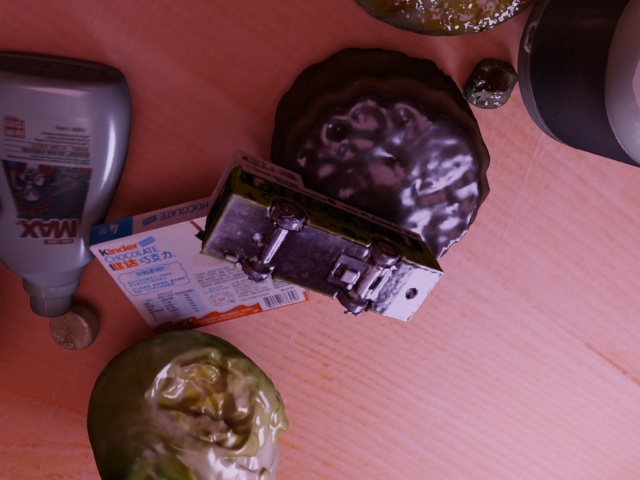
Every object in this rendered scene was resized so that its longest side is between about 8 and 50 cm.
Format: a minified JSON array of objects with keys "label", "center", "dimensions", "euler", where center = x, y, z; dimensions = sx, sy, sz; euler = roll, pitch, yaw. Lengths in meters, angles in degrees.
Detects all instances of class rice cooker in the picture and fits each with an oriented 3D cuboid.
[{"label":"rice cooker","center":[0.428,-0.233,0.968],"dimensions":[0.288,0.277,0.289],"euler":[-5,108,-16]}]

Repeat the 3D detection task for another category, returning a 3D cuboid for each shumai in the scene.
[{"label":"shumai","center":[0.254,-0.222,1.071],"dimensions":[0.083,0.080,0.082],"euler":[-14,119,2]}]

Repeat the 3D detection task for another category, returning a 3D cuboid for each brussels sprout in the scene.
[{"label":"brussels sprout","center":[-0.221,0.312,1.203],"dimensions":[0.343,0.268,0.344],"euler":[9,116,19]}]

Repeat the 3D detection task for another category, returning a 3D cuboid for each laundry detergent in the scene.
[{"label":"laundry detergent","center":[-0.421,-0.068,1.095],"dimensions":[0.263,0.125,0.398],"euler":[6,119,-8]}]

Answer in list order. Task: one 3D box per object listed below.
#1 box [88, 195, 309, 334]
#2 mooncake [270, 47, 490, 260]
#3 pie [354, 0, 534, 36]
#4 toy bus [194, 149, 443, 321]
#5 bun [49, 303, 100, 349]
[{"label":"box","center":[-0.177,0.040,1.148],"dimensions":[0.273,0.048,0.265],"euler":[-13,142,4]},{"label":"mooncake","center":[0.082,-0.107,1.064],"dimensions":[0.323,0.187,0.324],"euler":[-1,120,-2]},{"label":"pie","center":[0.168,-0.400,0.946],"dimensions":[0.322,0.071,0.323],"euler":[4,137,3]},{"label":"toy bus","center":[0.000,0.000,0.944],"dimensions":[0.301,0.139,0.113],"euler":[21,118,-22]},{"label":"bun","center":[-0.409,0.141,1.238],"dimensions":[0.086,0.055,0.086],"euler":[3,110,9]}]
